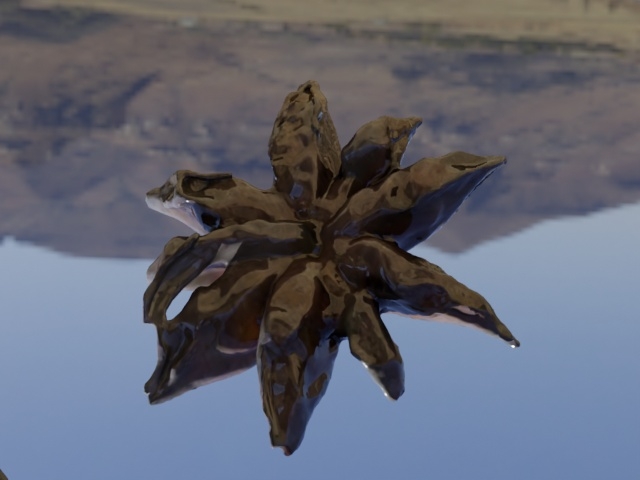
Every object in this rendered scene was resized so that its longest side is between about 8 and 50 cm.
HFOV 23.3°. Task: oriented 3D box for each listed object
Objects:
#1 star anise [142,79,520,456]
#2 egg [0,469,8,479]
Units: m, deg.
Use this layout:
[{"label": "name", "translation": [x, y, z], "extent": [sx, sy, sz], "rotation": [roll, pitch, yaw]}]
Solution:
[{"label": "star anise", "translation": [0.000, 0.000, 0.716], "extent": [0.182, 0.195, 0.065], "rotation": [-13, 146, 8]}, {"label": "egg", "translation": [-0.190, 0.170, 0.263], "extent": [0.337, 0.201, 0.337], "rotation": [-3, -156, 1]}]
